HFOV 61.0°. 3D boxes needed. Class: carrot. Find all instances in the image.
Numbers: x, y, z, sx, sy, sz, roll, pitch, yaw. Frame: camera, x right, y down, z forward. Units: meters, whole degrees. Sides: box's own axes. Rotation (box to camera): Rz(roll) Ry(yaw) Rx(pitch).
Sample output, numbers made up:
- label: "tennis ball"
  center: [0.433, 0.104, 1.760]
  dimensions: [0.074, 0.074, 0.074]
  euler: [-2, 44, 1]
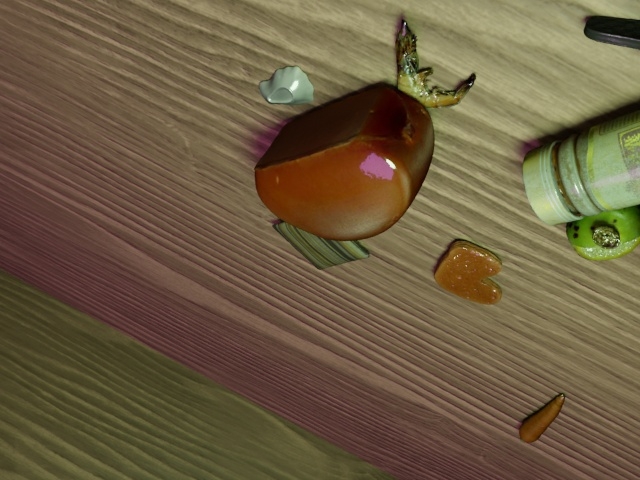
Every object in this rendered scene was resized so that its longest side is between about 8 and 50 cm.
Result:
- label: "carrot"
  center: [0.717, 0.576, 1.753]
  dimensions: [0.069, 0.069, 0.336]
  euler: [21, 138, 9]

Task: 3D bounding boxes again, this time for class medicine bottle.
- label: "medicine bottle"
  center: [0.524, -0.136, 0.910]
  dimensions: [0.322, 0.151, 0.151]
  euler: [-19, 124, 45]

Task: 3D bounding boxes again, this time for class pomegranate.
- label: "pomegranate"
  center: [0.546, -0.032, 1.044]
  dimensions: [0.143, 0.123, 0.169]
  euler: [-11, 164, 35]

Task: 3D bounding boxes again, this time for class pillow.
- label: "pillow"
  center: [0.000, 0.000, 1.506]
  dimensions: [0.212, 0.052, 0.208]
  euler: [-15, 129, 46]

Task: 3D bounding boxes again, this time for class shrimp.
- label: "shrimp"
  center: [0.208, -0.315, 0.991]
  dimensions: [0.147, 0.035, 0.195]
  euler: [13, 149, 24]

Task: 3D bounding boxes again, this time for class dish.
- label: "dish"
  center: [-0.083, -0.320, 1.175]
  dimensions: [0.137, 0.039, 0.091]
  euler: [-3, 134, 34]

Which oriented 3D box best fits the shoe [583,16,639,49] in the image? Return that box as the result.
- label: "shoe"
  center: [0.487, -0.292, 0.816]
  dimensions: [0.179, 0.071, 0.049]
  euler: [19, 144, 22]

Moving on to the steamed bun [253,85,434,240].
- label: "steamed bun"
  center: [0.063, -0.137, 1.138]
  dimensions: [0.379, 0.235, 0.248]
  euler: [-9, 131, 42]

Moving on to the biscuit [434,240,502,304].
- label: "biscuit"
  center: [0.390, 0.084, 1.370]
  dimensions: [0.186, 0.036, 0.192]
  euler: [22, 144, 3]
